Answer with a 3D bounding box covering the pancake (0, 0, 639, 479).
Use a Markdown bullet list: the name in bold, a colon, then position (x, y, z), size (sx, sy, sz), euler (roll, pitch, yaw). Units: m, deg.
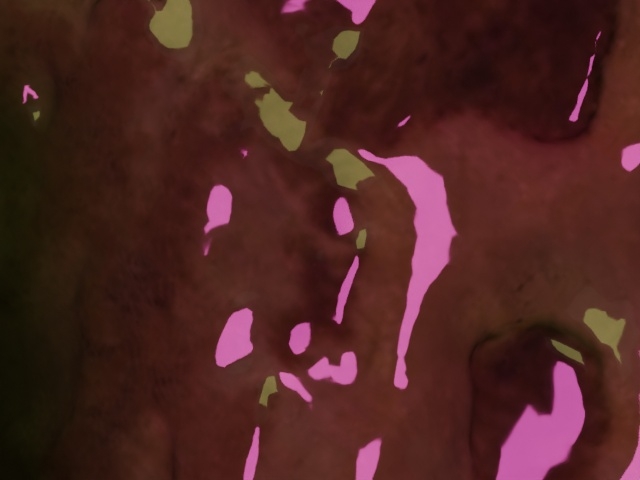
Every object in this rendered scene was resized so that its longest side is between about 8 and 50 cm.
- **pancake**: position (0.000, 0.000, 0.488), size (0.294, 0.049, 0.294), euler (1, 93, 28)
